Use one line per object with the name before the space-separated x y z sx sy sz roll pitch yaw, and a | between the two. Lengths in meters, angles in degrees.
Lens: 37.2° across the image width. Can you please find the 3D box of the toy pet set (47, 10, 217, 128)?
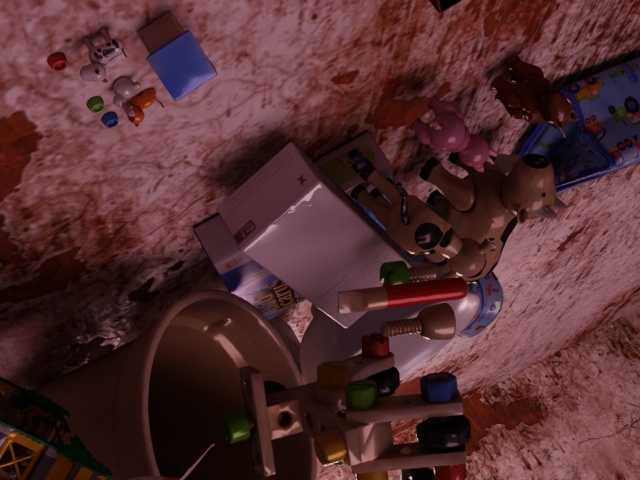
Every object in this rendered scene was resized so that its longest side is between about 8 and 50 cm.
toy pet set | -0.146 -0.129 0.801 0.114 0.065 0.122 -32 158 1

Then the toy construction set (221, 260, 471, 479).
toy construction set | 0.020 0.169 1.047 0.237 0.257 0.308 -5 125 -18

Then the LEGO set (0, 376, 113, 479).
LEGO set | -0.361 0.232 0.910 0.255 0.331 0.192 35 80 -31

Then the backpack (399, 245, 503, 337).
backpack | 0.202 0.075 1.538 0.117 0.173 0.158 -9 150 -44

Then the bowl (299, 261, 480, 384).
bowl | 0.078 0.121 1.410 0.298 0.134 0.298 -29 157 -14

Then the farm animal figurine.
farm animal figurine | 0.197 -0.046 1.174 0.330 0.172 0.326 -39 159 -23

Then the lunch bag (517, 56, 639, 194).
lunch bag | 0.408 -0.144 1.450 0.221 0.138 0.293 -23 169 -23

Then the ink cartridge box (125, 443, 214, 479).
ink cartridge box | -0.210 0.283 0.899 0.224 0.056 0.181 -55 173 37

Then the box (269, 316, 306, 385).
box | -0.133 0.231 1.494 0.232 0.126 0.148 -34 158 5

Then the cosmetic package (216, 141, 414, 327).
cosmetic package | 0.000 0.000 1.087 0.117 0.085 0.231 -40 137 7

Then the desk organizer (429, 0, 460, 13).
desk organizer | 0.151 -0.275 0.898 0.130 0.050 0.047 -32 158 0

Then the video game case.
video game case | -0.018 -0.002 1.240 0.244 0.061 0.269 -29 158 -5

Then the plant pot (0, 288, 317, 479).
plant pot | -0.221 0.259 1.196 0.306 0.333 0.334 -18 166 29
